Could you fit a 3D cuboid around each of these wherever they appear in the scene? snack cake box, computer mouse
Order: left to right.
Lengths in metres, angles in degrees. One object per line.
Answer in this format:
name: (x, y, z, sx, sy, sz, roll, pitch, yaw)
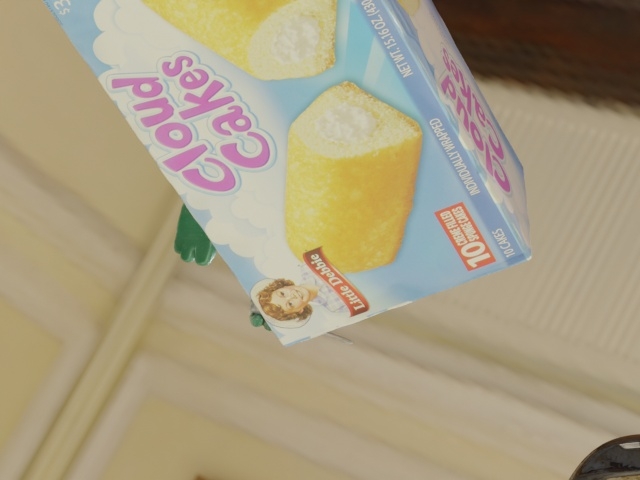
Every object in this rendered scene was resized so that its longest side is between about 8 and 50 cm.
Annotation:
snack cake box: (-0.014, -0.083, 0.935, 0.152, 0.089, 0.264, -22, 123, 18)
computer mouse: (0.429, 0.261, 2.137, 0.262, 0.060, 0.184, -17, 151, 28)

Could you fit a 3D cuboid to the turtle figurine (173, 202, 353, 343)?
turtle figurine: (0.000, 0.000, 1.429, 0.234, 0.175, 0.118, 16, -133, -55)
